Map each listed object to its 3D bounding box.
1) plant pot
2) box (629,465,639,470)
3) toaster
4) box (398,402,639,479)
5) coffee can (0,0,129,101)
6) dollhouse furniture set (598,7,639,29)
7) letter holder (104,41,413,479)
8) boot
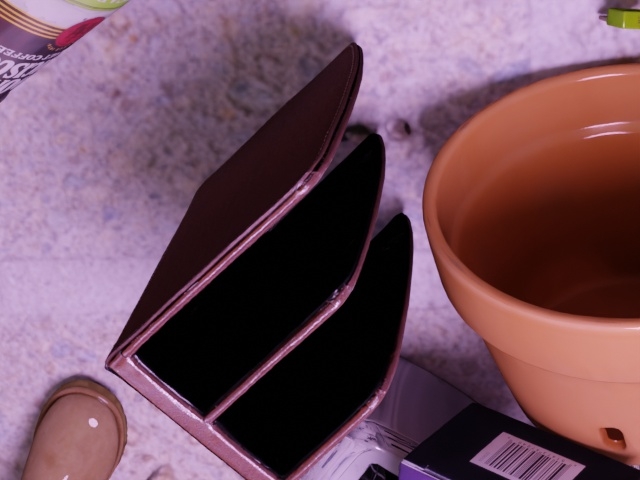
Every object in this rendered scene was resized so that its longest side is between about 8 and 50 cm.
[{"bbox_3d":[0.234,0.029,0.898,0.291,0.291,0.203,-7,131,10],"label":"plant pot"},{"bbox_3d":[0.287,0.188,0.972,0.159,0.233,0.044,-39,126,21],"label":"box"},{"bbox_3d":[0.080,0.204,1.052,0.227,0.146,0.129,33,115,-8],"label":"toaster"},{"bbox_3d":[0.143,0.252,0.893,0.153,0.108,0.207,18,119,33],"label":"box"},{"bbox_3d":[-0.209,-0.239,0.834,0.275,0.201,0.201,-30,108,26],"label":"coffee can"},{"bbox_3d":[0.255,-0.202,0.911,0.152,0.058,0.076,0,109,-14],"label":"dollhouse furniture set"},{"bbox_3d":[0.000,0.000,0.881,0.152,0.302,0.214,41,112,-12],"label":"letter holder"},{"bbox_3d":[-0.261,0.287,1.064,0.089,0.269,0.236,20,116,-4],"label":"boot"}]
